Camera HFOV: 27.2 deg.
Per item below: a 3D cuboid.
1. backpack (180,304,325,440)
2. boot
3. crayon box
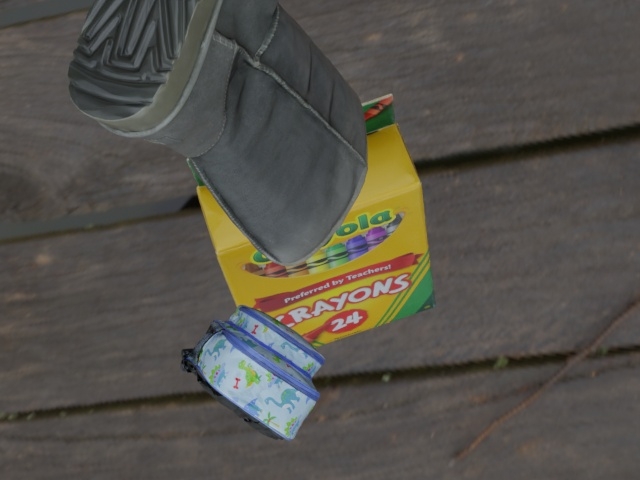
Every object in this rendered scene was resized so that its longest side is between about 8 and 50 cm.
[{"bbox_3d":[-0.049,0.106,1.082,0.105,0.114,0.084,35,89,-15],"label":"backpack"},{"bbox_3d":[-0.018,-0.095,0.608,0.076,0.208,0.189,26,88,31],"label":"boot"},{"bbox_3d":[0.000,0.000,1.296,0.202,0.318,0.081,-19,60,-1],"label":"crayon box"}]
